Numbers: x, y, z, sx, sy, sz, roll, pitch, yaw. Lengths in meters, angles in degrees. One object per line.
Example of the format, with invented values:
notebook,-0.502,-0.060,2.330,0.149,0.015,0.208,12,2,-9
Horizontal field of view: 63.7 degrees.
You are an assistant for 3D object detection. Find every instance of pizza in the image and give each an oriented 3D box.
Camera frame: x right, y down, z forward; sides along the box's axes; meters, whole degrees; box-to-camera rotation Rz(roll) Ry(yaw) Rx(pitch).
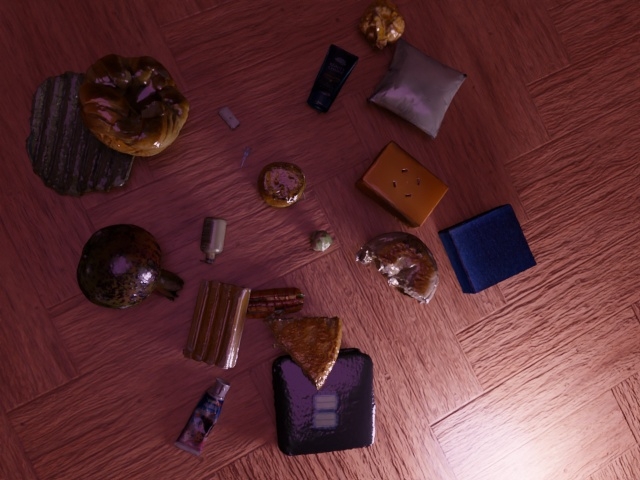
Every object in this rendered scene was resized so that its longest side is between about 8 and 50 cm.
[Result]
pizza,-0.065,0.332,1.788,0.288,0.075,0.280,30,57,0

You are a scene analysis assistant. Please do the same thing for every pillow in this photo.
pillow,0.371,-0.582,1.968,0.310,0.119,0.312,27,79,-4

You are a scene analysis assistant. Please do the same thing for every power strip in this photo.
power strip,-0.332,-0.445,1.876,0.040,0.016,0.090,-40,93,-11

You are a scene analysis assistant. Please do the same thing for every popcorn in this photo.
popcorn,0.233,-0.816,1.946,0.180,0.180,0.170,49,57,-3

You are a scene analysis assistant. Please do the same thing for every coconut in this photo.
coconut,0.000,0.000,1.868,0.083,0.082,0.081,-37,97,-13

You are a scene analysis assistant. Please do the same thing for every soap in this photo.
soap,-0.349,0.279,1.750,0.174,0.089,0.274,10,84,19

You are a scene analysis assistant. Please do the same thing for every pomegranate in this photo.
pomegranate,-0.600,0.101,1.680,0.341,0.285,0.284,26,80,-39

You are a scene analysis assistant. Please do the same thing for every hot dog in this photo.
hot dog,-0.180,0.222,1.820,0.250,0.076,0.104,-2,86,-13

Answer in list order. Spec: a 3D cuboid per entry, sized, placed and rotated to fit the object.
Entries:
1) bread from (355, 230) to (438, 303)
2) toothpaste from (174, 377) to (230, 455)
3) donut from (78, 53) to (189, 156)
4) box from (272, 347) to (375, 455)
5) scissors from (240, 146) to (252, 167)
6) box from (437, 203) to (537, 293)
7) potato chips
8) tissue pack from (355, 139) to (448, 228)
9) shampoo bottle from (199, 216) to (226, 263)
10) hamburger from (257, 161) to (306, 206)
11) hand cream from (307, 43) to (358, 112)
bread,0.295,0.071,1.873,0.314,0.171,0.192,34,78,-7
toothpaste,-0.396,0.602,1.764,0.096,0.061,0.266,28,87,-8
donut,-0.613,-0.446,1.708,0.360,0.170,0.360,11,66,-27
box,0.014,0.566,1.821,0.359,0.091,0.350,-2,85,-11
scissors,-0.277,-0.302,1.879,0.036,0.006,0.083,23,82,-6
box,0.632,0.031,1.967,0.279,0.116,0.261,-22,91,-12
potato chips,-0.802,-0.360,1.753,0.359,0.070,0.429,8,84,-10
tissue pack,0.294,-0.198,1.910,0.274,0.145,0.194,39,78,-5
shampoo bottle,-0.376,0.002,1.798,0.079,0.079,0.161,7,84,-10
hamburger,-0.131,-0.199,1.845,0.186,0.113,0.177,31,79,-6
hand cream,0.041,-0.612,1.947,0.120,0.061,0.270,25,74,-3
